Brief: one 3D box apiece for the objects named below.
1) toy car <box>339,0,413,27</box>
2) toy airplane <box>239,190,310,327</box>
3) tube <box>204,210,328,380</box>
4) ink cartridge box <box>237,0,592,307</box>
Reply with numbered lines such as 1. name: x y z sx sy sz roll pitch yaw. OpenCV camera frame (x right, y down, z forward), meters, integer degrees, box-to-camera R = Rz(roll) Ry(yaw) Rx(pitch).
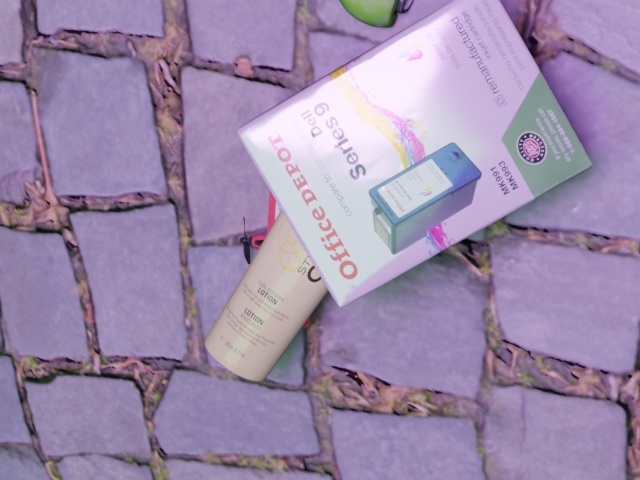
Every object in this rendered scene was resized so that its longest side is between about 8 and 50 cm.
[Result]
1. toy car: 0.069 -0.258 0.943 0.239 0.053 0.225 31 117 13
2. toy airplane: 0.000 0.000 1.076 0.151 0.028 0.151 5 102 23
3. tube: -0.009 0.002 1.034 0.070 0.062 0.240 27 105 -29
4. ink cartridge box: 0.068 -0.070 0.946 0.212 0.093 0.154 -29 94 9
